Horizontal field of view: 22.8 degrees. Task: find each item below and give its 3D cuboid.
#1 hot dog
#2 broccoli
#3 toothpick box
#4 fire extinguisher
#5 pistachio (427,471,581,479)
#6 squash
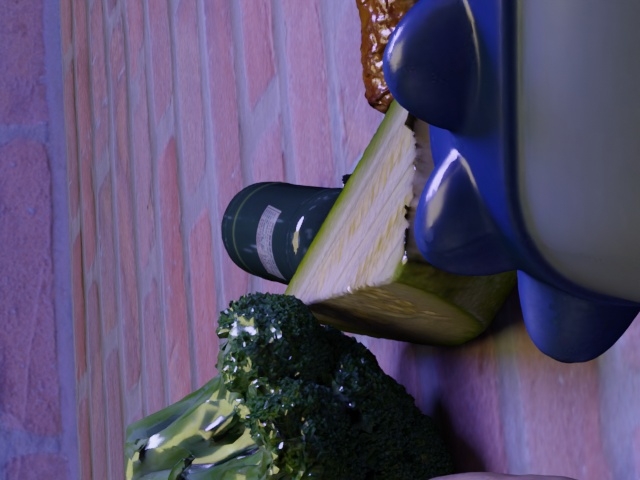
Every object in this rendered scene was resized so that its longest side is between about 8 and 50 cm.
[{"bbox_3d":[0.058,-0.166,1.175,0.099,0.065,0.147,-161,61,-71],"label":"hot dog"},{"bbox_3d":[-0.024,0.168,1.140,0.261,0.241,0.269,-81,-14,-79],"label":"broccoli"},{"bbox_3d":[0.140,-0.126,0.573,0.263,0.263,0.355,-128,32,-63],"label":"toothpick box"},{"bbox_3d":[0.000,0.000,1.313,0.294,0.093,0.118,-169,64,-71],"label":"fire extinguisher"},{"bbox_3d":[0.107,0.215,0.768,0.208,0.226,0.332,55,170,-4],"label":"pistachio"},{"bbox_3d":[0.055,0.042,1.086,0.203,0.111,0.289,-84,16,-44],"label":"squash"}]
